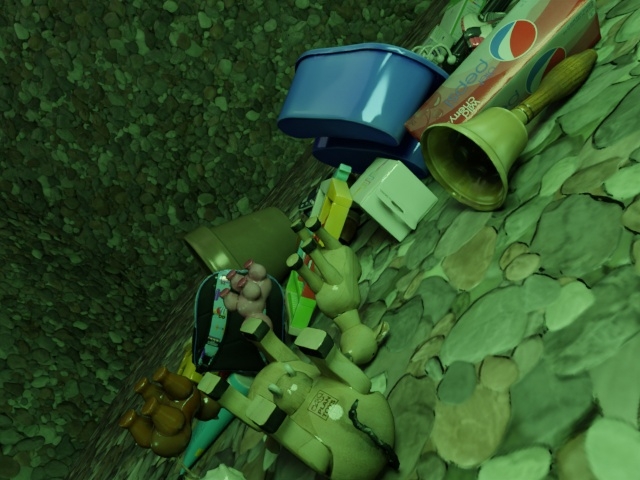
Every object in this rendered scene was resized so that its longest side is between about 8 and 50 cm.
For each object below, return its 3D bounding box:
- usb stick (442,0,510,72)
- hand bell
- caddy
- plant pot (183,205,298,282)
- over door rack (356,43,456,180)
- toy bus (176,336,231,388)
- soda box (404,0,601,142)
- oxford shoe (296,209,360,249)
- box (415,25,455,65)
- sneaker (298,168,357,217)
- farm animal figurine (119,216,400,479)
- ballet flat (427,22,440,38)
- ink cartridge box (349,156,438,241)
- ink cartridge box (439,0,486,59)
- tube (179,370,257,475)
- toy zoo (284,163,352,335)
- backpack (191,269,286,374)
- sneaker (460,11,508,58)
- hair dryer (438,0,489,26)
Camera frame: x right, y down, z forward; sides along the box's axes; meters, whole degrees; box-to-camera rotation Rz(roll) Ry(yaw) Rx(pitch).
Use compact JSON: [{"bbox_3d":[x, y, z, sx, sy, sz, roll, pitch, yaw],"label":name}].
[{"bbox_3d":[0.405,-0.544,1.101,0.278,0.045,0.077,-53,6,-10],"label":"usb stick"},{"bbox_3d":[0.253,-0.161,0.527,0.242,0.126,0.126,-41,13,-10],"label":"hand bell"},{"bbox_3d":[0.085,-0.244,0.791,0.341,0.241,0.179,17,82,42],"label":"caddy"},{"bbox_3d":[-0.170,0.038,1.067,0.229,0.263,0.263,-35,9,-19],"label":"plant pot"},{"bbox_3d":[0.196,-0.292,1.019,0.324,0.108,0.239,-61,10,21],"label":"over door rack"},{"bbox_3d":[-0.248,0.251,0.937,0.191,0.104,0.202,-59,21,-11],"label":"toy bus"},{"bbox_3d":[0.251,-0.222,0.607,0.263,0.092,0.083,-47,53,17],"label":"soda box"},{"bbox_3d":[0.000,0.000,0.918,0.212,0.076,0.076,-30,36,56],"label":"oxford shoe"},{"bbox_3d":[0.250,-0.456,1.229,0.067,0.063,0.324,-61,9,-32],"label":"box"},{"bbox_3d":[0.024,-0.086,0.998,0.153,0.099,0.282,-44,10,13],"label":"sneaker"},{"bbox_3d":[-0.027,0.148,0.467,0.330,0.172,0.326,-45,25,-12],"label":"farm animal figurine"},{"bbox_3d":[0.390,-0.691,1.504,0.168,0.057,0.052,-51,4,-5],"label":"ballet flat"},{"bbox_3d":[0.113,-0.069,0.696,0.090,0.092,0.143,-49,15,5],"label":"ink cartridge box"},{"bbox_3d":[0.385,-0.612,1.187,0.209,0.062,0.109,-67,16,3],"label":"ink cartridge box"},{"bbox_3d":[-0.184,0.311,0.747,0.207,0.052,0.080,-53,9,12],"label":"tube"},{"bbox_3d":[-0.005,0.003,0.785,0.192,0.030,0.293,-116,44,-74],"label":"toy zoo"},{"bbox_3d":[-0.136,0.127,0.729,0.117,0.158,0.173,-125,38,-78],"label":"backpack"},{"bbox_3d":[0.320,-0.351,0.777,0.112,0.121,0.299,-11,30,21],"label":"sneaker"},{"bbox_3d":[0.435,-0.701,1.336,0.224,0.080,0.293,-49,14,8],"label":"hair dryer"}]
